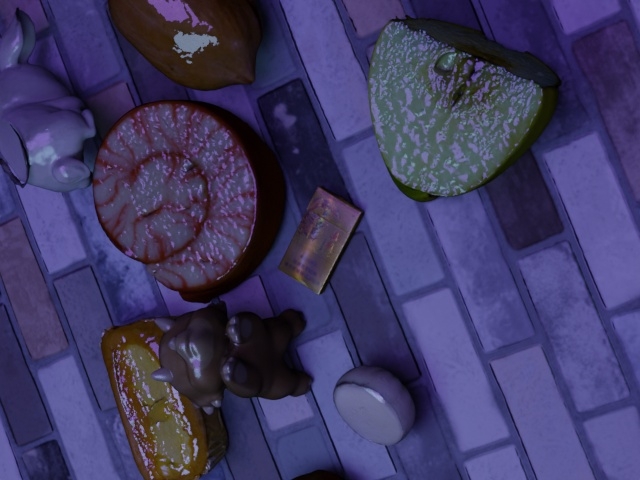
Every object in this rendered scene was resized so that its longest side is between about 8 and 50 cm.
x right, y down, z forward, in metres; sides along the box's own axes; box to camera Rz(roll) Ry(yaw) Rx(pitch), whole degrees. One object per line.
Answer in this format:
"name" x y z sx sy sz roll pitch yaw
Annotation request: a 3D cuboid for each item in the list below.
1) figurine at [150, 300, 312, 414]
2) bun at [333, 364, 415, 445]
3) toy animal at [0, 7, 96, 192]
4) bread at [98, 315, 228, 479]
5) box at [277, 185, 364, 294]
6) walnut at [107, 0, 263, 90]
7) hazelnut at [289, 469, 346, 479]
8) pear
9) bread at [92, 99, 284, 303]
"figurine" -0.155 0.184 1.936 0.173 0.247 0.177 -6 92 33
"bun" 0.095 0.248 1.910 0.138 0.094 0.138 27 140 25
"toy animal" -0.487 -0.220 2.054 0.208 0.154 0.325 -40 72 54
"bread" -0.261 0.267 2.042 0.153 0.119 0.288 -17 88 26
"box" 0.000 0.000 1.960 0.089 0.022 0.156 33 106 16
"walnut" -0.212 -0.349 1.924 0.203 0.203 0.298 -44 82 20
"hazelnut" -0.019 0.466 1.934 0.204 0.178 0.178 -42 77 -16
"pear" 0.201 -0.177 1.793 0.293 0.159 0.292 2 95 26
"bread" -0.217 -0.080 1.992 0.328 0.114 0.295 43 109 14
